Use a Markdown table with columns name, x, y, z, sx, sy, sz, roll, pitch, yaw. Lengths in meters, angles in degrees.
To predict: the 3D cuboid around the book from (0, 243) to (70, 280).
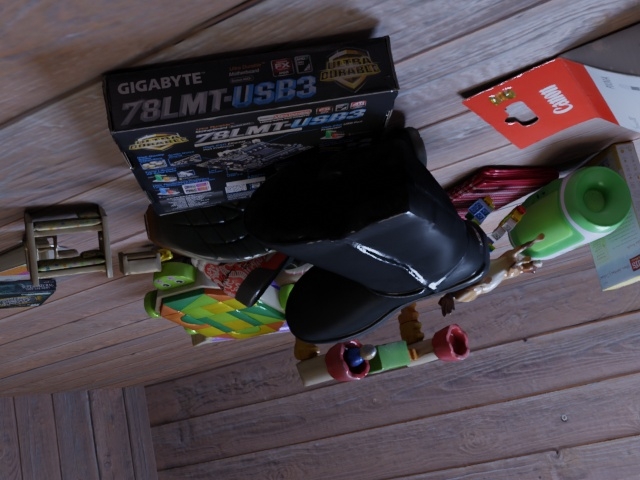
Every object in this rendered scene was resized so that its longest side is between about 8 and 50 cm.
| name | x | y | z | sx | sy | sz | roll | pitch | yaw |
| --- | --- | --- | --- | --- | --- | --- | --- | --- | --- |
| book | -0.503 | 0.042 | 1.288 | 0.144 | 0.035 | 0.096 | -18 | 169 | 26 |

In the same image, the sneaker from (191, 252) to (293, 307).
| name | x | y | z | sx | sy | sz | roll | pitch | yaw |
| --- | --- | --- | --- | --- | --- | --- | --- | --- | --- |
| sneaker | -0.114 | -0.004 | 1.331 | 0.090 | 0.145 | 0.270 | -59 | 174 | 37 |

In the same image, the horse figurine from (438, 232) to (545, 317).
| name | x | y | z | sx | sy | sz | roll | pitch | yaw |
| --- | --- | --- | --- | --- | --- | --- | --- | --- | --- |
| horse figurine | 0.318 | 0.067 | 1.454 | 0.263 | 0.066 | 0.174 | -26 | 168 | -13 |

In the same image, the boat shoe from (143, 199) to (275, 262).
| name | x | y | z | sx | sy | sz | roll | pitch | yaw |
| --- | --- | --- | --- | --- | --- | --- | --- | --- | --- |
| boat shoe | -0.123 | -0.019 | 1.186 | 0.323 | 0.123 | 0.119 | -1 | 168 | -40 |

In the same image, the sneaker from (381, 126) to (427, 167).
| name | x | y | z | sx | sy | sz | roll | pitch | yaw |
| --- | --- | --- | --- | --- | --- | --- | --- | --- | --- |
| sneaker | 0.066 | -0.092 | 1.110 | 0.130 | 0.087 | 0.227 | -14 | 174 | -21 |

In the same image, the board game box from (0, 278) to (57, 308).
| name | x | y | z | sx | sy | sz | roll | pitch | yaw |
| --- | --- | --- | --- | --- | --- | --- | --- | --- | --- |
| board game box | -0.613 | 0.106 | 1.467 | 0.186 | 0.026 | 0.126 | -2 | 163 | -36 |

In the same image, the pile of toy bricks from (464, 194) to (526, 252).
| name | x | y | z | sx | sy | sz | roll | pitch | yaw |
| --- | --- | --- | --- | --- | --- | --- | --- | --- | --- |
| pile of toy bricks | 0.290 | -0.031 | 1.457 | 0.105 | 0.118 | 0.212 | -44 | 178 | -42 |

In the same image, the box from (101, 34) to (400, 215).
| name | x | y | z | sx | sy | sz | roll | pitch | yaw |
| --- | --- | --- | --- | --- | --- | --- | --- | --- | --- |
| box | -0.074 | -0.122 | 0.894 | 0.295 | 0.074 | 0.293 | -11 | 166 | -5 |

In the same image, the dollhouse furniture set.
| name | x | y | z | sx | sy | sz | roll | pitch | yaw |
| --- | --- | --- | --- | --- | --- | --- | --- | --- | --- |
| dollhouse furniture set | -0.353 | -0.005 | 1.170 | 0.181 | 0.101 | 0.161 | -7 | -170 | -24 |

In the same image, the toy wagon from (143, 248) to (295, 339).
| name | x | y | z | sx | sy | sz | roll | pitch | yaw |
| --- | --- | --- | --- | --- | --- | --- | --- | --- | --- |
| toy wagon | -0.215 | 0.111 | 1.489 | 0.267 | 0.068 | 0.344 | -15 | 151 | 27 |

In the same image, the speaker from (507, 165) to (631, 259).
| name | x | y | z | sx | sy | sz | roll | pitch | yaw |
| --- | --- | --- | --- | --- | --- | --- | --- | --- | --- |
| speaker | 0.458 | -0.045 | 1.447 | 0.131 | 0.131 | 0.296 | -10 | 170 | -10 |

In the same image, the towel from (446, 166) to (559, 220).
| name | x | y | z | sx | sy | sz | roll | pitch | yaw |
| --- | --- | --- | --- | --- | --- | --- | --- | --- | --- |
| towel | 0.303 | -0.081 | 1.495 | 0.198 | 0.031 | 0.275 | -4 | 165 | -31 |

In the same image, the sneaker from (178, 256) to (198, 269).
| name | x | y | z | sx | sy | sz | roll | pitch | yaw |
| --- | --- | --- | --- | --- | --- | --- | --- | --- | --- |
| sneaker | -0.181 | 0.048 | 1.523 | 0.192 | 0.064 | 0.086 | -2 | 169 | -25 |

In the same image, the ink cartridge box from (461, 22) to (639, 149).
| name | x | y | z | sx | sy | sz | roll | pitch | yaw |
| --- | --- | --- | --- | --- | --- | --- | --- | --- | --- |
| ink cartridge box | 0.422 | -0.187 | 1.030 | 0.384 | 0.091 | 0.308 | -20 | 165 | 26 |

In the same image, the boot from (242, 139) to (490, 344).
| name | x | y | z | sx | sy | sz | roll | pitch | yaw |
| --- | --- | --- | --- | --- | --- | --- | --- | --- | --- |
| boot | 0.025 | 0.028 | 1.067 | 0.366 | 0.146 | 0.445 | -27 | 162 | 17 |

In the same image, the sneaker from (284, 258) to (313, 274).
| name | x | y | z | sx | sy | sz | roll | pitch | yaw |
| --- | --- | --- | --- | --- | --- | --- | --- | --- | --- |
| sneaker | 0.000 | 0.000 | 1.468 | 0.178 | 0.077 | 0.072 | -26 | -172 | 17 |

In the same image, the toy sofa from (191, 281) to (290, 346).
| name | x | y | z | sx | sy | sz | roll | pitch | yaw |
| --- | --- | --- | --- | --- | --- | --- | --- | --- | --- |
| toy sofa | -0.120 | 0.141 | 1.787 | 0.362 | 0.150 | 0.177 | -4 | 166 | -32 |

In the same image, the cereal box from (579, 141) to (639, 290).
| name | x | y | z | sx | sy | sz | roll | pitch | yaw |
| --- | --- | --- | --- | --- | --- | --- | --- | --- | --- |
| cereal box | 0.552 | -0.040 | 1.428 | 0.047 | 0.240 | 0.173 | -9 | 167 | -12 |

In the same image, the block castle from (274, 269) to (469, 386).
| name | x | y | z | sx | sy | sz | roll | pitch | yaw |
| --- | --- | --- | --- | --- | --- | --- | --- | --- | --- |
| block castle | 0.137 | 0.143 | 1.692 | 0.212 | 0.303 | 0.453 | -25 | 163 | 40 |
